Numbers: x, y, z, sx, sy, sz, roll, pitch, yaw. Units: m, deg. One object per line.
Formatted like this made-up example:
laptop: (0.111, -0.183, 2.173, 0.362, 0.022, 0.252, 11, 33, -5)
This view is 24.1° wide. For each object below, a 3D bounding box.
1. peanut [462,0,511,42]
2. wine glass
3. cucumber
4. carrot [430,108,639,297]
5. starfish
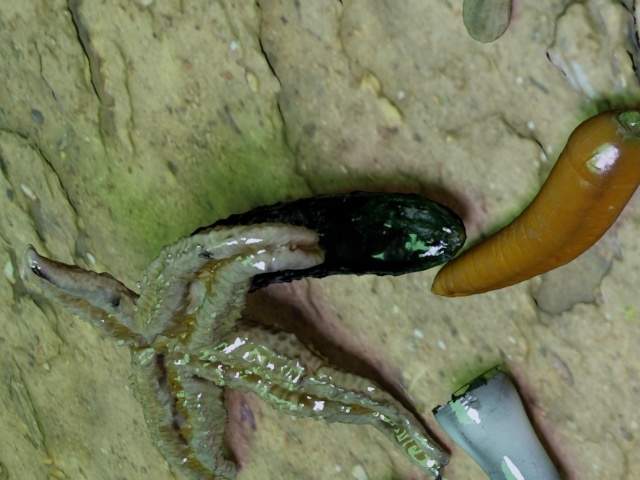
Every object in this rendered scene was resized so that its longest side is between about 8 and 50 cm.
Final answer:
peanut: (0.121, -0.175, 1.046, 0.037, 0.037, 0.083, 36, 129, 23)
wine glass: (0.159, 0.181, 1.195, 0.155, 0.072, 0.072, 55, 138, 4)
cucumber: (0.000, 0.000, 1.235, 0.303, 0.072, 0.081, -13, 91, 46)
carrot: (0.161, -0.007, 1.094, 0.066, 0.062, 0.271, 23, 141, -10)
starfish: (-0.062, 0.111, 1.297, 0.324, 0.082, 0.432, -1, 141, 26)
